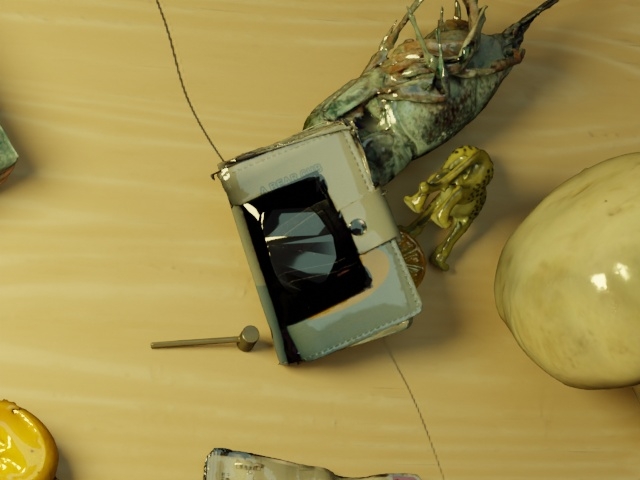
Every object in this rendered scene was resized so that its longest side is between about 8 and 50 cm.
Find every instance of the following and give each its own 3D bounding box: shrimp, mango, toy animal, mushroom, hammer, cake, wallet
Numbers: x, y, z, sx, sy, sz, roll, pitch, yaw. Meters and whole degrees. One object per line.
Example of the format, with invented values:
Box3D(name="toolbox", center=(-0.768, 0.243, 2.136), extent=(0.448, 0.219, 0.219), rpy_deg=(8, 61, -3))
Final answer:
Box3D(name="shrimp", center=(0.127, -0.189, 2.138), extent=(0.137, 0.172, 0.372), rpy_deg=(41, 70, 2))
Box3D(name="mango", center=(-0.330, 0.197, 1.878), extent=(0.187, 0.066, 0.101), rpy_deg=(17, 74, -9))
Box3D(name="toy animal", center=(0.146, -0.061, 2.103), extent=(0.073, 0.181, 0.136), rpy_deg=(35, 73, 14))
Box3D(name="mushroom", center=(0.355, 0.079, 2.077), extent=(0.314, 0.314, 0.336), rpy_deg=(-46, 115, -28))
Box3D(name="hammer", center=(-0.119, 0.105, 2.016), extent=(0.110, 0.035, 0.019), rpy_deg=(-5, 72, -13))
Box3D(name="cake", center=(0.071, 0.028, 2.107), extent=(0.084, 0.044, 0.084), rpy_deg=(7, 67, -18))
Box3D(name="wallet", center=(0.000, 0.000, 2.034), extent=(0.170, 0.069, 0.231), rpy_deg=(-19, 92, -7))

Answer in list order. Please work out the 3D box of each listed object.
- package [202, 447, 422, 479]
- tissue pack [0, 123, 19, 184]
Box3D(name="package", center=(-0.006, 0.296, 1.985), extent=(0.239, 0.030, 0.154), rpy_deg=(9, 66, -17))
Box3D(name="tissue pack", center=(-0.483, -0.099, 1.904), extent=(0.315, 0.103, 0.228), rpy_deg=(-27, 81, -28))
